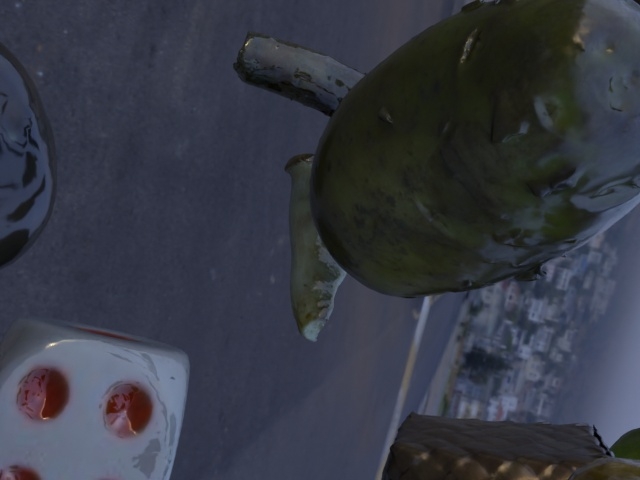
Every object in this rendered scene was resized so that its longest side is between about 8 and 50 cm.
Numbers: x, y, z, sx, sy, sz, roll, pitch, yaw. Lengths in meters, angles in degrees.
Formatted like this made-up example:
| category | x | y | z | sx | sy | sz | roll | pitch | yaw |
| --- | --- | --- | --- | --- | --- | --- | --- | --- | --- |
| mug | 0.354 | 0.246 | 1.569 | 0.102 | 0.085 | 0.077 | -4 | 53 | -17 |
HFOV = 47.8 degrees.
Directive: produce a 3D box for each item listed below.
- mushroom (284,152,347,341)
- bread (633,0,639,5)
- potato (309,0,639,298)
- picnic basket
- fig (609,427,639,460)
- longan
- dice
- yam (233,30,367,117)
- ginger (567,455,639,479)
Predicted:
| category | x | y | z | sx | sy | sz | roll | pitch | yaw |
| --- | --- | --- | --- | --- | --- | --- | --- | --- | --- |
| mushroom | 0.003 | 0.001 | 1.019 | 0.333 | 0.107 | 0.087 | -96 | -152 | -44 |
| bread | 0.410 | -0.156 | 0.768 | 0.238 | 0.196 | 0.252 | -57 | -158 | 21 |
| potato | 0.083 | -0.045 | 0.406 | 0.113 | 0.149 | 0.251 | -52 | -171 | -33 |
| picnic basket | 0.231 | 0.399 | 0.924 | 0.293 | 0.337 | 0.337 | 11 | 94 | -76 |
| fig | 0.502 | 0.362 | 1.091 | 0.206 | 0.275 | 0.206 | -168 | -90 | -75 |
| longan | -0.492 | -0.115 | 0.945 | 0.288 | 0.289 | 0.350 | -50 | 146 | -61 |
| dice | -0.361 | 0.286 | 1.085 | 0.304 | 0.277 | 0.304 | 167 | -62 | -72 |
| yam | 0.047 | -0.177 | 0.899 | 0.067 | 0.318 | 0.071 | -144 | -107 | -74 |
| ginger | 0.291 | 0.235 | 0.518 | 0.348 | 0.363 | 0.122 | 106 | -19 | -61 |
